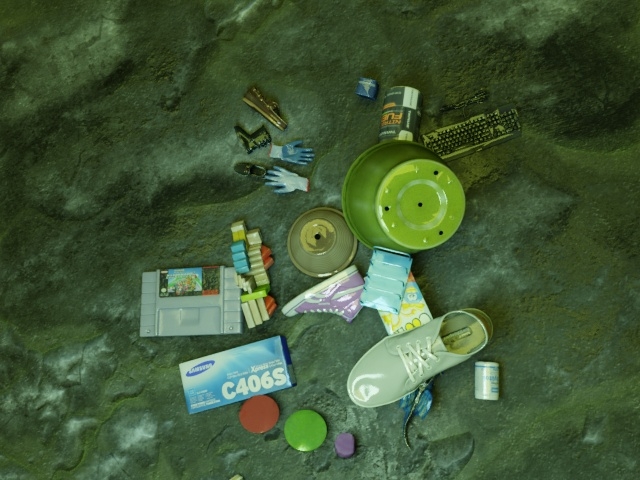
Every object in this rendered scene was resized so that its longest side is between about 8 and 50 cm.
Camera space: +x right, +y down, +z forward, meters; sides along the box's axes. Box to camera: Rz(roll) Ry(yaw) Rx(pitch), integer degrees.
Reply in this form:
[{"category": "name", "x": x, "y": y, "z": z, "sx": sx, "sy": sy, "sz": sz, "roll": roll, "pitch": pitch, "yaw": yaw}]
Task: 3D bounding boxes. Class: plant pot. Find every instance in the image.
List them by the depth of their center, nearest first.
[{"category": "plant pot", "x": 0.256, "y": -0.113, "z": 1.645, "sx": 0.365, "sy": 0.353, "sz": 0.367, "roll": 0, "pitch": 97, "yaw": -3}, {"category": "plant pot", "x": 0.000, "y": 0.000, "z": 1.853, "sx": 0.237, "sy": 0.110, "sz": 0.238, "roll": -2, "pitch": 79, "yaw": 10}]

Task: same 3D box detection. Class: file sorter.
[{"category": "file sorter", "x": 0.188, "y": 0.112, "z": 1.648, "sx": 0.118, "sy": 0.104, "sz": 0.171, "roll": 14, "pitch": 80, "yaw": 12}]

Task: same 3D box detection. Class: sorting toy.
[{"category": "sorting toy", "x": -0.071, "y": 0.594, "z": 1.747, "sx": 0.365, "sy": 0.126, "sz": 0.127, "roll": 16, "pitch": 49, "yaw": 9}]

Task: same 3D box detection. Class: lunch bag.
[{"category": "lunch bag", "x": 0.162, "y": -0.517, "z": 1.940, "sx": 0.067, "sy": 0.098, "sz": 0.065, "roll": 18, "pitch": 100, "yaw": 12}]

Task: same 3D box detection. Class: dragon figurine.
[{"category": "dragon figurine", "x": 0.284, "y": 0.469, "z": 1.683, "sx": 0.085, "sy": 0.144, "sz": 0.289, "roll": 24, "pitch": 83, "yaw": 15}]

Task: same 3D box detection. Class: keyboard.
[{"category": "keyboard", "x": 0.486, "y": -0.387, "z": 1.885, "sx": 0.316, "sy": 0.033, "sz": 0.202, "roll": -19, "pitch": 75, "yaw": 5}]

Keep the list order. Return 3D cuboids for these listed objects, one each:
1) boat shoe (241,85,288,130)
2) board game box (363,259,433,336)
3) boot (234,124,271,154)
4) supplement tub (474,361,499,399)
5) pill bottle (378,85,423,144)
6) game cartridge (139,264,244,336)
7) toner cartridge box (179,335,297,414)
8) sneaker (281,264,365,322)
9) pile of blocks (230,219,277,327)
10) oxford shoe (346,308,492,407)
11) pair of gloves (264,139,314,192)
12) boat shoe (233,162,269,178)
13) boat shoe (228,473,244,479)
[{"category": "boat shoe", "x": -0.186, "y": -0.464, "z": 2.002, "sx": 0.207, "sy": 0.073, "sz": 0.073, "roll": 42, "pitch": 90, "yaw": 15}, {"category": "board game box", "x": 0.255, "y": 0.219, "z": 1.742, "sx": 0.141, "sy": 0.144, "sz": 0.276, "roll": -24, "pitch": 76, "yaw": 4}, {"category": "boot", "x": -0.236, "y": -0.370, "z": 2.006, "sx": 0.099, "sy": 0.045, "sz": 0.121, "roll": -31, "pitch": 82, "yaw": 5}, {"category": "supplement tub", "x": 0.493, "y": 0.414, "z": 1.695, "sx": 0.070, "sy": 0.071, "sz": 0.107, "roll": 1, "pitch": 78, "yaw": 10}, {"category": "pill bottle", "x": 0.259, "y": -0.365, "z": 1.870, "sx": 0.130, "sy": 0.130, "sz": 0.246, "roll": 6, "pitch": 79, "yaw": 12}, {"category": "game cartridge", "x": -0.431, "y": 0.203, "z": 1.917, "sx": 0.354, "sy": 0.068, "sz": 0.231, "roll": -4, "pitch": 82, "yaw": 10}, {"category": "toner cartridge box", "x": -0.264, "y": 0.429, "z": 1.828, "sx": 0.347, "sy": 0.075, "sz": 0.165, "roll": -17, "pitch": 75, "yaw": 7}, {"category": "sneaker", "x": 0.022, "y": 0.210, "z": 1.812, "sx": 0.282, "sy": 0.102, "sz": 0.161, "roll": -28, "pitch": 89, "yaw": 12}, {"category": "pile of blocks", "x": -0.208, "y": 0.094, "z": 1.850, "sx": 0.112, "sy": 0.149, "sz": 0.363, "roll": -15, "pitch": 76, "yaw": 7}, {"category": "oxford shoe", "x": 0.270, "y": 0.316, "z": 1.578, "sx": 0.449, "sy": 0.130, "sz": 0.169, "roll": -28, "pitch": 79, "yaw": 3}, {"category": "pair of gloves", "x": -0.105, "y": -0.253, "z": 1.954, "sx": 0.159, "sy": 0.023, "sz": 0.199, "roll": 8, "pitch": 79, "yaw": -4}, {"category": "boat shoe", "x": -0.242, "y": -0.246, "z": 1.984, "sx": 0.132, "sy": 0.042, "sz": 0.049, "roll": 14, "pitch": 84, "yaw": 14}, {"category": "boat shoe", "x": -0.323, "y": 0.780, "z": 1.774, "sx": 0.190, "sy": 0.068, "sz": 0.072, "roll": -41, "pitch": 63, "yaw": 0}]
